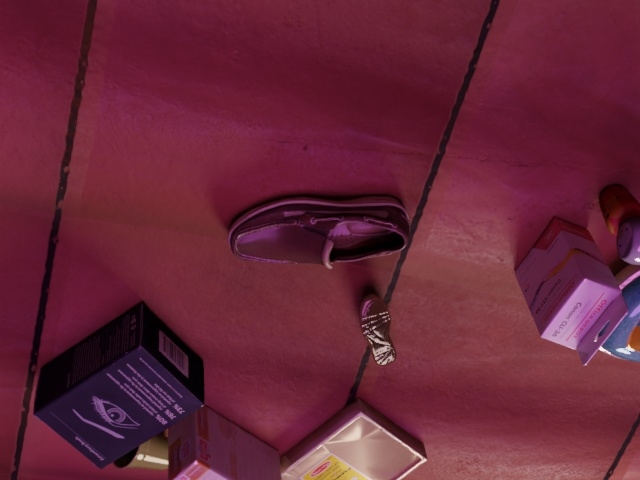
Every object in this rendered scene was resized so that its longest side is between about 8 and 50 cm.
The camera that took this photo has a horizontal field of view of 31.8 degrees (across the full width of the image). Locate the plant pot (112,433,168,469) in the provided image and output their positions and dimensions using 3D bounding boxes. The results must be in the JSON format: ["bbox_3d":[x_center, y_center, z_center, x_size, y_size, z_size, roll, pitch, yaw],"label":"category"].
[{"bbox_3d":[-0.274,0.329,1.776,0.079,0.083,0.083,25,118,-37],"label":"plant pot"}]

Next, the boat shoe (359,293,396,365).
[{"bbox_3d":[0.081,0.130,1.700,0.050,0.045,0.135,-17,127,-8],"label":"boat shoe"}]

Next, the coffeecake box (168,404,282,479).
[{"bbox_3d":[-0.148,0.355,1.763,0.185,0.142,0.068,38,112,-27],"label":"coffeecake box"}]

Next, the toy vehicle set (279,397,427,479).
[{"bbox_3d":[0.024,0.388,1.871,0.267,0.035,0.166,-40,119,18],"label":"toy vehicle set"}]

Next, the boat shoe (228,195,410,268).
[{"bbox_3d":[-0.001,-0.007,1.568,0.257,0.095,0.095,-10,124,-1],"label":"boat shoe"}]

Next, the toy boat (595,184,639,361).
[{"bbox_3d":[0.499,0.062,1.648,0.267,0.148,0.318,-31,122,13],"label":"toy boat"}]

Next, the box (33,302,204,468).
[{"bbox_3d":[-0.297,0.218,1.673,0.207,0.108,0.153,-31,122,14],"label":"box"}]

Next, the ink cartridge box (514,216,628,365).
[{"bbox_3d":[0.355,0.071,1.604,0.067,0.198,0.115,20,119,-19],"label":"ink cartridge box"}]
